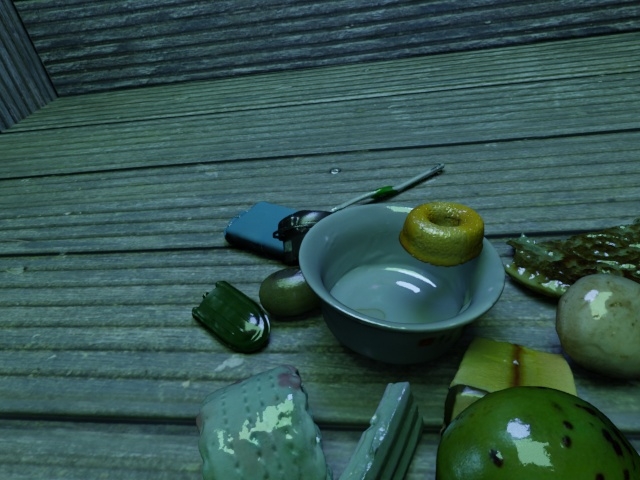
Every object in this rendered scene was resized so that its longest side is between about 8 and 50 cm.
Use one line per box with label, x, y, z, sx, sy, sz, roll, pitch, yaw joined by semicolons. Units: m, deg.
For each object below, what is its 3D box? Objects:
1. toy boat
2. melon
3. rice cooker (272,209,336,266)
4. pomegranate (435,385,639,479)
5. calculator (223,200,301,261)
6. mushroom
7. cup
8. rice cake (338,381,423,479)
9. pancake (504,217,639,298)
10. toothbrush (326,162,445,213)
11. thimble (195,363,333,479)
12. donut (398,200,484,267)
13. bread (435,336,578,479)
toy boat;-0.182;0.153;0.919;0.210;0.052;0.104;26;65;38
melon;-0.045;0.101;0.920;0.162;0.099;0.099;-12;36;-4
rice cooker;-0.001;-0.001;0.983;0.202;0.119;0.142;4;-13;-25
pomegranate;0.216;0.249;0.429;0.202;0.202;0.248;-4;17;8
calculator;-0.109;-0.025;1.142;0.293;0.051;0.173;17;43;31
mushroom;0.459;0.134;0.720;0.166;0.166;0.127;-14;-7;-5
cup;0.133;0.088;0.817;0.346;0.163;0.347;1;36;-1
rice cake;0.071;0.306;0.592;0.043;0.127;0.237;4;39;36
pancake;0.583;0.054;0.877;0.426;0.067;0.305;-9;29;4
toothbrush;0.177;-0.136;1.229;0.417;0.042;0.040;-27;79;-22
thimble;-0.068;0.288;0.613;0.149;0.185;0.211;-18;70;-8
donut;0.213;-0.019;0.784;0.151;0.058;0.152;2;33;-1
bread;0.282;0.264;0.669;0.167;0.163;0.264;9;9;25
